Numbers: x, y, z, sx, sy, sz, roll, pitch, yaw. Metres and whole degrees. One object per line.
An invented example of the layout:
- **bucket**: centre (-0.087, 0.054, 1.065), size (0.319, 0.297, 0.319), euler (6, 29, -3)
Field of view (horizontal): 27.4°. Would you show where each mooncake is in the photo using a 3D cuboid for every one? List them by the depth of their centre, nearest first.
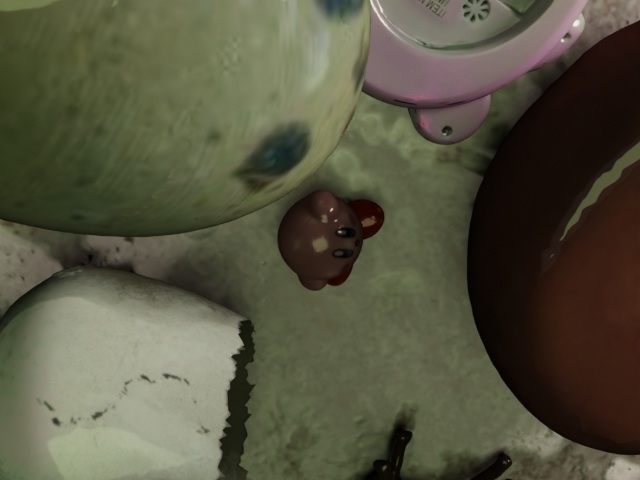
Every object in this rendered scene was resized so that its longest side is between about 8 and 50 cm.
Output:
- **mooncake**: centre (0.276, -0.006, 0.983), size (0.333, 0.174, 0.326), euler (-6, 117, -4)

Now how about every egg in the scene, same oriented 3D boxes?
- **egg**: centre (-0.161, -0.183, 0.782), size (0.428, 0.345, 0.345), euler (33, 108, -8)

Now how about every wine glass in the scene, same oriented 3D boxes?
- **wine glass**: centre (-0.214, 0.132, 0.988), size (0.322, 0.238, 0.238), euler (6, 114, 6)

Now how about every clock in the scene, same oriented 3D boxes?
- **clock**: centre (0.094, -0.208, 0.930), size (0.227, 0.090, 0.248), euler (32, 110, -15)

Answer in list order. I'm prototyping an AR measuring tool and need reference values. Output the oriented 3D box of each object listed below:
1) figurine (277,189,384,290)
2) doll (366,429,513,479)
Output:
- **figurine**: centre (0.000, 0.000, 1.026), size (0.067, 0.071, 0.083), euler (26, 106, 31)
- **doll**: centre (0.078, 0.244, 1.146), size (0.139, 0.057, 0.165), euler (15, 121, -12)
